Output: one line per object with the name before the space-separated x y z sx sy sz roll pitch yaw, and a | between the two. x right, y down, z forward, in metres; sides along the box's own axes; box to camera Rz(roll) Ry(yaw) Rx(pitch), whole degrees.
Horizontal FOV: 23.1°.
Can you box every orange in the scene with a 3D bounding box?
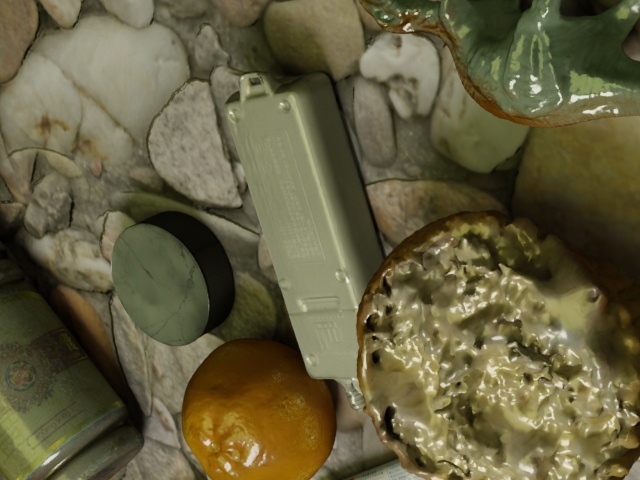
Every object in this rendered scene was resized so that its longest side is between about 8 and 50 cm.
orange | -0.064 0.175 1.524 0.159 0.136 0.159 16 121 30

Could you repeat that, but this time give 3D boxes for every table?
table | -0.151 0.039 1.593 0.133 0.043 0.133 18 121 32

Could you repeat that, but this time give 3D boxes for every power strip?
power strip | 0.000 0.000 1.441 0.098 0.058 0.338 -6 106 40

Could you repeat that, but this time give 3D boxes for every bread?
bread | 0.161 0.099 1.295 0.274 0.149 0.274 12 113 31

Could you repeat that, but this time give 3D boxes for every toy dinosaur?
toy dinosaur | 0.200 -0.149 1.182 0.393 0.092 0.205 39 130 17

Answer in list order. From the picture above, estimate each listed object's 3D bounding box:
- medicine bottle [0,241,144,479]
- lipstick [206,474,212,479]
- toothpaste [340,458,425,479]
medicine bottle | -0.343 0.138 1.725 0.322 0.151 0.151 51 133 8
lipstick | -0.091 0.302 1.678 0.030 0.030 0.129 3 112 39
toothpaste | 0.068 0.236 1.517 0.218 0.033 0.052 -25 94 41
